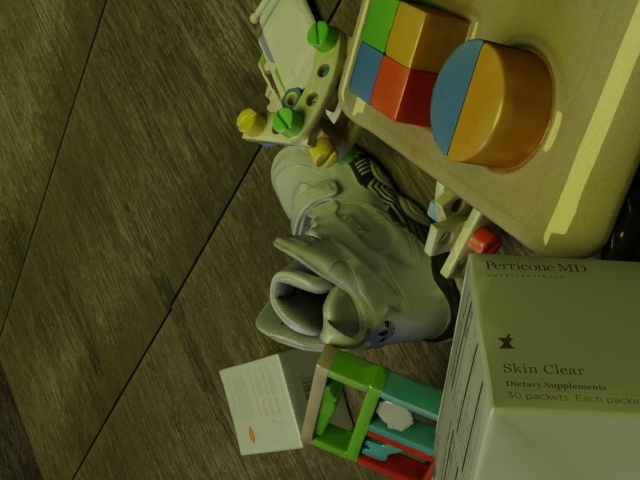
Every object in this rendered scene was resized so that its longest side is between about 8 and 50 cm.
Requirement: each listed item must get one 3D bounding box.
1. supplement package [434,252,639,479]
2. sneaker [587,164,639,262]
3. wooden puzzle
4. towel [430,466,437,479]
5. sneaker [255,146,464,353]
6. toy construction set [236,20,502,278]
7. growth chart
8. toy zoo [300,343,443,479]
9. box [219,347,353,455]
[{"bbox_3d":[0.222,0.135,0.635,0.145,0.261,0.204,-88,1,-52],"label":"supplement package"},{"bbox_3d":[0.230,-0.111,0.794,0.257,0.169,0.448,15,103,59],"label":"sneaker"},{"bbox_3d":[0.129,-0.196,0.726,0.348,0.080,0.322,42,122,51],"label":"wooden puzzle"},{"bbox_3d":[0.223,0.281,0.815,0.283,0.121,0.235,20,120,14],"label":"towel"},{"bbox_3d":[0.000,0.000,1.065,0.366,0.210,0.137,44,131,39],"label":"sneaker"},{"bbox_3d":[0.075,-0.115,0.976,0.327,0.151,0.215,41,100,25],"label":"toy construction set"},{"bbox_3d":[-0.033,-0.232,1.210,0.172,0.021,0.237,-32,73,53],"label":"growth chart"},{"bbox_3d":[0.126,0.215,0.960,0.293,0.030,0.192,21,146,7],"label":"toy zoo"},{"bbox_3d":[-0.051,0.222,1.298,0.170,0.091,0.130,-23,81,54],"label":"box"}]
